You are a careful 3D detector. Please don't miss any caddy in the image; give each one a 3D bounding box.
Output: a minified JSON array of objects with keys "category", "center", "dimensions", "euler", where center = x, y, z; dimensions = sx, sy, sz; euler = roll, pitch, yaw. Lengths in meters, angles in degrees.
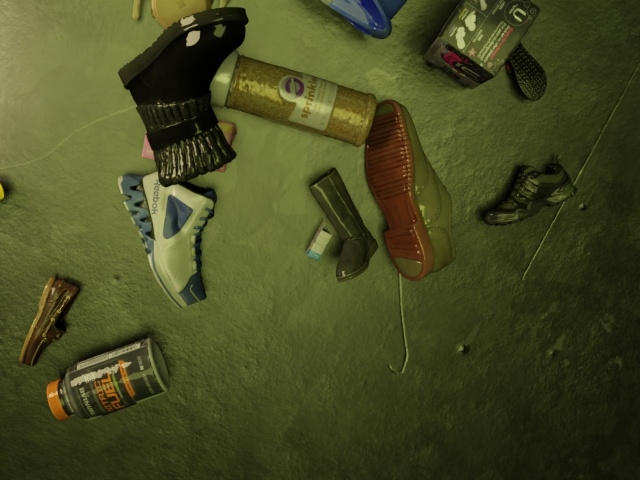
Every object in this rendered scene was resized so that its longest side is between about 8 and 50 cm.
[{"category":"caddy","center":[0.045,-0.557,1.472],"dimensions":[0.179,0.241,0.341],"euler":[-44,102,-4]}]

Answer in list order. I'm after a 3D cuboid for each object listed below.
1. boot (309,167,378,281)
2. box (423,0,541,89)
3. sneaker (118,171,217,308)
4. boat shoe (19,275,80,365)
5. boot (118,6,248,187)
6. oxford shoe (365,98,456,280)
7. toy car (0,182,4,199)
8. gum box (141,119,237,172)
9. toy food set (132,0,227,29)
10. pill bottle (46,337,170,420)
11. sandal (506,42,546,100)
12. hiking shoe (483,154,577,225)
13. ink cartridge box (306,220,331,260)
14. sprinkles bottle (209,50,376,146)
[{"category":"boot","center":[0.040,-0.036,1.609],"dimensions":[0.076,0.190,0.209],"euler":[-16,112,27]},{"category":"box","center":[0.321,-0.419,1.515],"dimensions":[0.142,0.247,0.163],"euler":[34,95,-1]},{"category":"sneaker","center":[-0.288,-0.023,1.584],"dimensions":[0.182,0.127,0.316],"euler":[-23,101,0]},{"category":"boat shoe","center":[-0.589,0.184,1.613],"dimensions":[0.073,0.073,0.207],"euler":[22,97,-8]},{"category":"boot","center":[-0.226,-0.266,1.419],"dimensions":[0.131,0.347,0.260],"euler":[-23,91,-47]},{"category":"oxford shoe","center":[0.206,-0.118,1.648],"dimensions":[0.146,0.140,0.397],"euler":[-16,98,-35]},{"category":"toy car","center":[-0.794,-0.048,1.556],"dimensions":[0.238,0.053,0.225],"euler":[12,99,-8]},{"category":"gum box","center":[-0.277,-0.214,1.582],"dimensions":[0.188,0.062,0.107],"euler":[10,99,-8]},{"category":"toy food set","center":[-0.290,-0.499,1.547],"dimensions":[0.191,0.038,0.133],"euler":[11,106,-14]},{"category":"pill bottle","center":[-0.466,0.313,1.623],"dimensions":[0.245,0.130,0.131],"euler":[-20,102,-3]},{"category":"sandal","center":[0.445,-0.393,1.655],"dimensions":[0.067,0.040,0.179],"euler":[-31,88,-6]},{"category":"hiking shoe","center":[0.464,-0.111,1.693],"dimensions":[0.226,0.086,0.114],"euler":[-24,89,-8]},{"category":"ink cartridge box","center":[0.000,0.000,1.663],"dimensions":[0.028,0.048,0.083],"euler":[27,97,-11]},{"category":"sprinkles bottle","center":[-0.064,-0.301,1.564],"dimensions":[0.355,0.121,0.121],"euler":[15,98,-10]}]
